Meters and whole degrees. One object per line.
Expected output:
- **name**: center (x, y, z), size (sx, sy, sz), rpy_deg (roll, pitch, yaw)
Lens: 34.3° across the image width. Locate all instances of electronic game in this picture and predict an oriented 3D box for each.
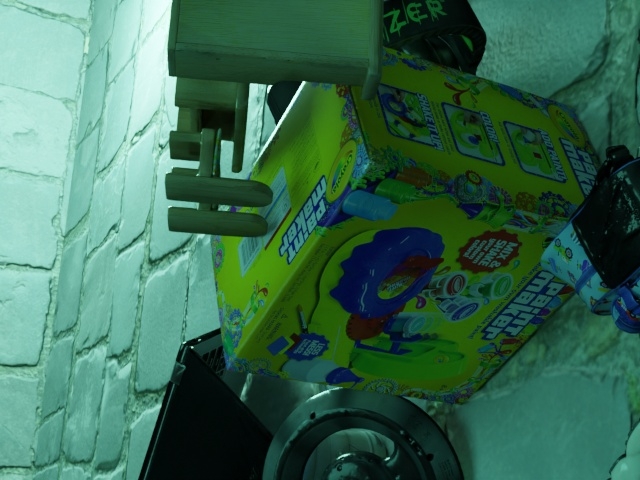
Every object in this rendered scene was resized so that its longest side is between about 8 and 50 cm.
- **electronic game**: center (0.043, 0.269, 1.101), size (0.229, 0.048, 0.229), rpy_deg (-1, 87, 23)

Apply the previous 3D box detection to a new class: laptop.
- **laptop**: center (-0.121, 0.343, 1.414), size (0.408, 0.236, 0.382), rpy_deg (-18, -50, -68)

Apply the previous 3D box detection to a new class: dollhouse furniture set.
- **dollhouse furniture set**: center (-0.044, -0.138, 0.894), size (0.242, 0.160, 0.212), rpy_deg (108, 165, -69)

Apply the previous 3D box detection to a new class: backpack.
- **backpack**: center (0.260, 0.005, 0.796), size (0.117, 0.158, 0.173), rpy_deg (67, 154, 23)

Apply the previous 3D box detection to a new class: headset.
- **headset**: center (0.043, -0.183, 1.204), size (0.394, 0.243, 0.185), rpy_deg (106, 140, -71)

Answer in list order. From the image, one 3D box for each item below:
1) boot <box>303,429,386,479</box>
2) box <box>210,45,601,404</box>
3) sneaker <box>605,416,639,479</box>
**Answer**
- **boot**: center (-0.012, 0.344, 1.217), size (0.095, 0.123, 0.258), rpy_deg (9, 88, 64)
- **box**: center (0.081, -0.006, 1.006), size (0.290, 0.279, 0.177), rpy_deg (-56, 34, 39)
- **sneaker**: center (0.283, 0.183, 0.765), size (0.110, 0.107, 0.275), rpy_deg (46, 127, 37)
